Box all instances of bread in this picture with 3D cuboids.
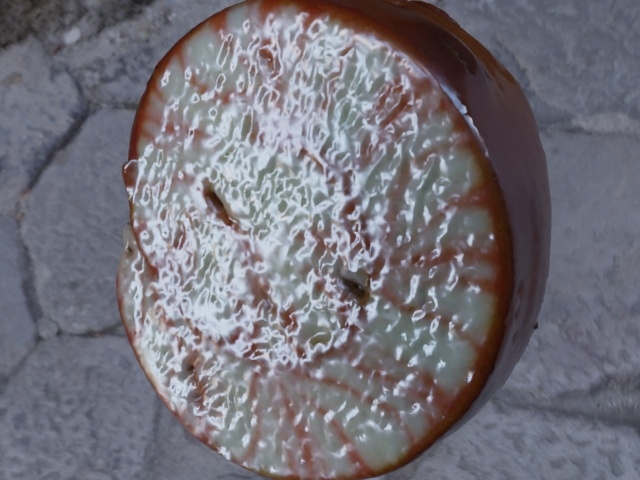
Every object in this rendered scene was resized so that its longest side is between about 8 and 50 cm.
[{"bbox_3d":[0.003,-0.001,0.642,0.295,0.114,0.328,26,114,25],"label":"bread"}]
